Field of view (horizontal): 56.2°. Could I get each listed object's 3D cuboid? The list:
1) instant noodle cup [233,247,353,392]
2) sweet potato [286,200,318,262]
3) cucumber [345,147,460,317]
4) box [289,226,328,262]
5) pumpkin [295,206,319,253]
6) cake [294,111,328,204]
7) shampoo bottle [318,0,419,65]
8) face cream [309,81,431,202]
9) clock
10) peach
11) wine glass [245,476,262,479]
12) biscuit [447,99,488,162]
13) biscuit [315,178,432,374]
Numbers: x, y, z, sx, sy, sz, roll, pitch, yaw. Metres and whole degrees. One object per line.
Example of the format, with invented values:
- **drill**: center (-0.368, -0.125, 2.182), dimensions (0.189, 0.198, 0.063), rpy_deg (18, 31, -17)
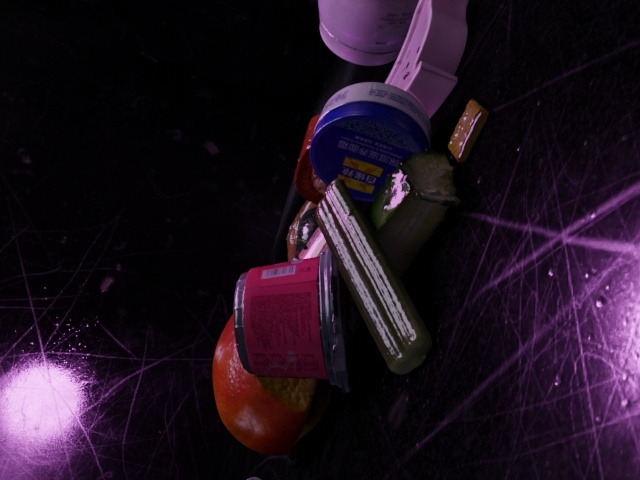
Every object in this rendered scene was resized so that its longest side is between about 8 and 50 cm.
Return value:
- **instant noodle cup**: center (-0.045, 0.134, 1.028), dimensions (0.302, 0.182, 0.258), rpy_deg (73, -166, -65)
- **sweet potato**: center (-0.061, -0.028, 2.034), dimensions (0.341, 0.092, 0.114), rpy_deg (-69, 26, 17)
- **cucumber**: center (0.107, -0.004, 0.968), dimensions (0.325, 0.105, 0.145), rpy_deg (114, 169, -45)
- **box**: center (0.030, 0.031, 1.220), dimensions (0.135, 0.151, 0.151), rpy_deg (-62, 11, 10)
- **pumpkin**: center (-0.003, 0.000, 1.523), dimensions (0.167, 0.125, 0.167), rpy_deg (-173, 90, -78)
- **cake**: center (0.030, -0.219, 1.601), dimensions (0.283, 0.177, 0.150), rpy_deg (120, 166, -56)
- **shampoo bottle**: center (0.129, -0.590, 1.449), dimensions (0.266, 0.273, 0.272), rpy_deg (106, 178, -59)
- **face cream**: center (0.091, -0.172, 1.052), dimensions (0.206, 0.206, 0.111), rpy_deg (120, 171, -51)
- **clock**: center (0.194, -0.346, 1.188), dimensions (0.290, 0.080, 0.275), rpy_deg (132, 155, -66)
- **peach**: center (-0.110, 0.278, 1.256), dimensions (0.380, 0.243, 0.306), rpy_deg (135, 157, -70)
- **wine glass**: center (-0.152, 0.605, 1.384), dimensions (0.155, 0.074, 0.073), rpy_deg (-174, 102, -83)
- **biscuit**: center (0.215, -0.161, 0.878), dimensions (0.081, 0.018, 0.083), rpy_deg (-92, 23, -67)
- **biscuit**: center (0.065, 0.046, 0.872), dimensions (0.322, 0.038, 0.099), rpy_deg (65, 144, 36)
